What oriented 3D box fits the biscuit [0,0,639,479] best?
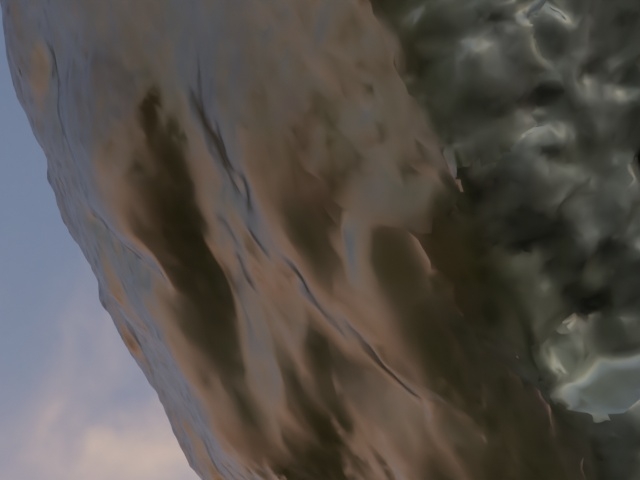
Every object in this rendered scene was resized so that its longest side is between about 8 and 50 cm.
[{"bbox_3d":[-0.001,0.001,0.710,0.104,0.446,0.429,-31,-63,-24],"label":"biscuit"}]
